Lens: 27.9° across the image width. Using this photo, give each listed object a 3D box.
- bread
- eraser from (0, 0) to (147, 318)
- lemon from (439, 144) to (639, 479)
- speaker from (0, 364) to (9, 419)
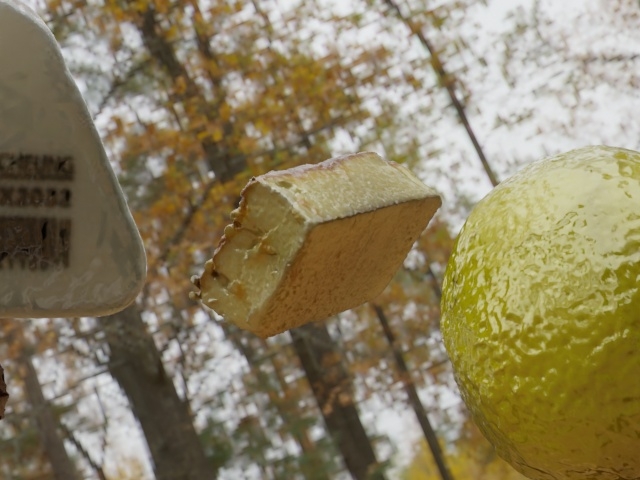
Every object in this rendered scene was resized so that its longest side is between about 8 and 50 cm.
[{"bbox_3d":[0.000,0.000,1.457,0.274,0.114,0.185,-13,-39,-51],"label":"bread"},{"bbox_3d":[-0.358,-0.037,1.227,0.331,0.331,0.150,-15,17,-24],"label":"eraser"},{"bbox_3d":[0.230,0.060,1.058,0.268,0.322,0.268,-12,-37,-10],"label":"lemon"},{"bbox_3d":[-0.347,0.177,0.904,0.259,0.329,0.198,13,-52,11],"label":"speaker"}]
